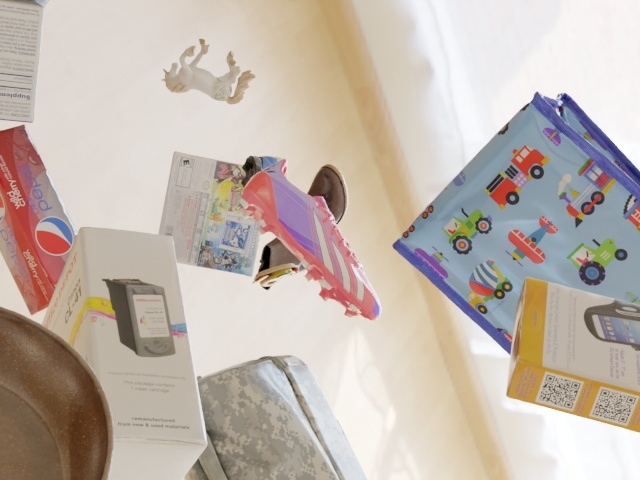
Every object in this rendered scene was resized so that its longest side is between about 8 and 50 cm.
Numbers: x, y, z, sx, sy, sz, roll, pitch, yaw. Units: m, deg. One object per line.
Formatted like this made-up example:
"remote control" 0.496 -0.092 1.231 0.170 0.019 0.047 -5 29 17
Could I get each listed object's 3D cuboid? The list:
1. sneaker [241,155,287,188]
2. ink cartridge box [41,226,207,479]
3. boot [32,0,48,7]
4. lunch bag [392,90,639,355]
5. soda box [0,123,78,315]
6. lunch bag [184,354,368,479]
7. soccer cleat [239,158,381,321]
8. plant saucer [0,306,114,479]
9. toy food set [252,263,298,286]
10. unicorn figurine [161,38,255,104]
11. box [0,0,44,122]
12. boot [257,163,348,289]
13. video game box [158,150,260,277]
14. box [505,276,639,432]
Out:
"sneaker" -0.093 -0.082 1.660 0.084 0.058 0.152 4 58 -28
"ink cartridge box" -0.253 0.171 1.185 0.131 0.226 0.306 7 45 -28
"boot" -0.400 -0.384 1.458 0.260 0.131 0.348 -9 95 -11
"lunch bag" 0.263 0.026 0.997 0.293 0.221 0.138 48 25 13
"soda box" -0.431 -0.029 1.422 0.083 0.092 0.263 -27 93 -46
"lunch bag" -0.096 0.328 1.430 0.305 0.212 0.256 63 18 14
"soccer cleat" 0.000 0.000 1.259 0.095 0.248 0.083 -44 171 -15
"plant saucer" -0.271 0.134 0.529 0.310 0.310 0.050 -37 142 -48
"toy food set" -0.078 0.060 1.671 0.082 0.083 0.020 5 67 -67
"unicorn figurine" -0.191 -0.265 1.545 0.060 0.162 0.111 -45 166 -49
"box" -0.391 -0.213 1.114 0.126 0.072 0.137 3 107 -25
"boot" -0.039 -0.026 2.045 0.207 0.090 0.248 -33 144 -46
"video game box" -0.198 -0.049 1.792 0.048 0.187 0.205 -127 -131 -84
"box" 0.167 0.065 0.497 0.081 0.136 0.028 -63 167 -58
